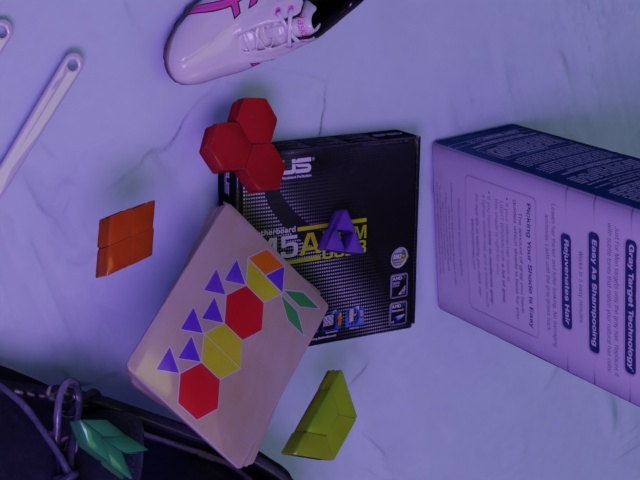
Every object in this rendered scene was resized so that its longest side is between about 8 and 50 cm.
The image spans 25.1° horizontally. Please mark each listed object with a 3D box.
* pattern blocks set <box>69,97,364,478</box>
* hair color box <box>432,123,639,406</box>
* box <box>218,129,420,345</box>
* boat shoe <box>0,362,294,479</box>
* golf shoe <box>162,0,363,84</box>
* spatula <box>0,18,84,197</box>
[{"bbox_3d":[-0.072,0.072,1.149,0.285,0.026,0.325,54,52,-22],"label":"pattern blocks set"},{"bbox_3d":[0.239,0.018,1.253,0.105,0.347,0.174,-15,112,-27],"label":"hair color box"},{"bbox_3d":[0.000,0.000,1.285,0.190,0.045,0.184,-7,109,-30],"label":"box"},{"bbox_3d":[-0.208,0.193,1.121,0.500,0.156,0.187,21,69,-36],"label":"boat shoe"},{"bbox_3d":[-0.044,-0.183,1.179,0.186,0.086,0.067,-34,121,-17],"label":"golf shoe"},{"bbox_3d":[-0.294,-0.073,1.102,0.168,0.019,0.242,33,85,-29],"label":"spatula"}]
